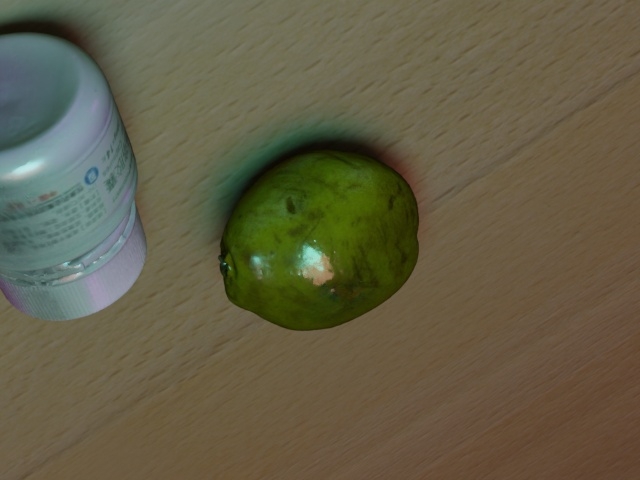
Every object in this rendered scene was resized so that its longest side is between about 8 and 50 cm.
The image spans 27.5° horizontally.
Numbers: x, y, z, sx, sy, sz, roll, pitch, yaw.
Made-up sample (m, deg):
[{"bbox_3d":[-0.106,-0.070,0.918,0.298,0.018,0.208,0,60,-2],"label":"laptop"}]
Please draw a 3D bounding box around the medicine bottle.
[{"bbox_3d":[-0.357,-0.072,1.656,0.256,0.256,0.325,-21,140,-7],"label":"medicine bottle"}]

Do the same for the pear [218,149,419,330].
[{"bbox_3d":[0.000,0.000,1.884,0.321,0.269,0.269,-10,132,-34],"label":"pear"}]
